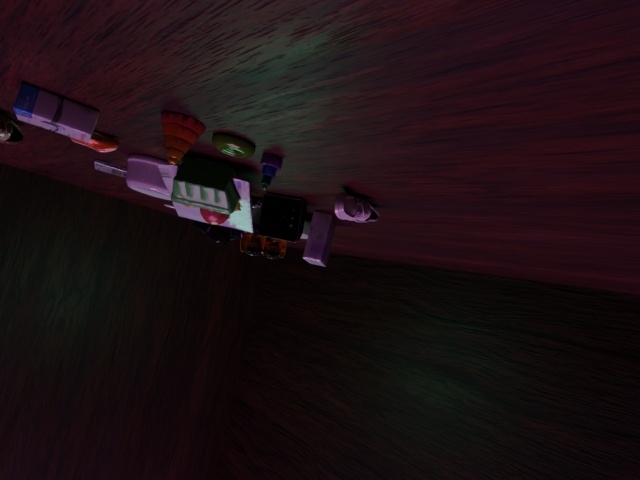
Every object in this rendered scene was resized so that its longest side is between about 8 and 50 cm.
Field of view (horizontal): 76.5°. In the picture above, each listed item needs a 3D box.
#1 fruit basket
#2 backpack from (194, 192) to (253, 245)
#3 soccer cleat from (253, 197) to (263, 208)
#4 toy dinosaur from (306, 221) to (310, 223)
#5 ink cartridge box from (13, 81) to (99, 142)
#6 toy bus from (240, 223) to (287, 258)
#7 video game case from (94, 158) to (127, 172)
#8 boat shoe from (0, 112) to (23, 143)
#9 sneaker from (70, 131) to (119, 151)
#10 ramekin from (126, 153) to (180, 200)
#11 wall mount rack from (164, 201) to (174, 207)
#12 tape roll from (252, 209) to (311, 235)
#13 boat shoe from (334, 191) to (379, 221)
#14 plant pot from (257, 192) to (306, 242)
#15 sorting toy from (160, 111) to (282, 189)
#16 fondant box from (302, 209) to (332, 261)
[{"bbox_3d":[-0.417,-0.160,1.550,0.327,0.165,0.353,12,156,1],"label":"fruit basket"},{"bbox_3d":[-0.443,-0.138,1.829,0.263,0.276,0.213,13,-173,29],"label":"backpack"},{"bbox_3d":[-0.303,-0.182,1.959,0.179,0.060,0.072,6,163,6],"label":"soccer cleat"},{"bbox_3d":[-0.144,-0.089,2.382,0.268,0.064,0.118,11,159,21],"label":"toy dinosaur"},{"bbox_3d":[-0.763,-0.365,1.182,0.190,0.082,0.139,19,171,-31],"label":"ink cartridge box"},{"bbox_3d":[-0.269,-0.004,2.024,0.220,0.149,0.211,11,-173,1],"label":"toy bus"},{"bbox_3d":[-1.032,-0.354,2.040,0.183,0.023,0.201,17,171,-27],"label":"video game case"},{"bbox_3d":[-1.161,-0.415,1.438,0.116,0.123,0.324,8,-178,-16],"label":"boat shoe"},{"bbox_3d":[-0.799,-0.355,1.421,0.175,0.064,0.067,11,164,-9],"label":"sneaker"},{"bbox_3d":[-0.691,-0.259,1.728,0.273,0.127,0.273,13,174,1],"label":"ramekin"},{"bbox_3d":[-0.666,-0.207,2.166,0.350,0.130,0.304,13,177,-1],"label":"wall mount rack"},{"bbox_3d":[-0.221,-0.082,2.151,0.392,0.072,0.392,12,174,1],"label":"tape roll"},{"bbox_3d":[0.141,-0.116,1.481,0.096,0.098,0.277,9,-179,29],"label":"boat shoe"},{"bbox_3d":[-0.154,-0.104,1.833,0.187,0.188,0.167,11,-173,15],"label":"plant pot"},{"bbox_3d":[-0.285,-0.234,1.163,0.365,0.126,0.127,18,172,-31],"label":"sorting toy"},{"bbox_3d":[0.000,0.000,2.073,0.096,0.238,0.330,13,173,8],"label":"fondant box"}]
